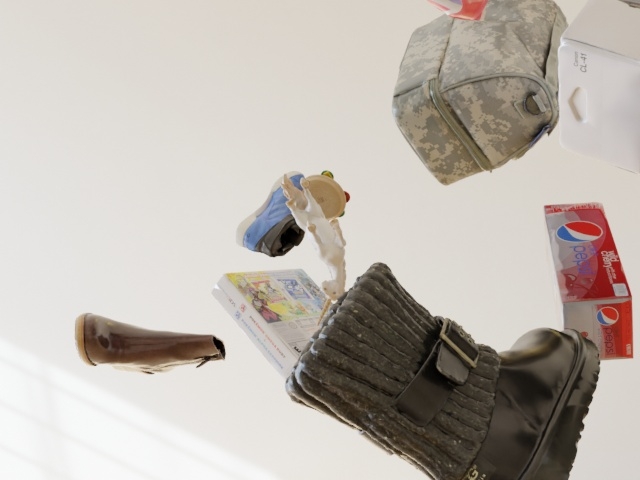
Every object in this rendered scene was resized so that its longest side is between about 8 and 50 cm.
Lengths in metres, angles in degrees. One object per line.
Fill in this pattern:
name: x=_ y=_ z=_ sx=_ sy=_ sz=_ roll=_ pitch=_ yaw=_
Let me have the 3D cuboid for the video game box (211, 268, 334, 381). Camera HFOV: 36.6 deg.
video game box: x=-0.039 y=0.122 z=1.447 sx=0.048 sy=0.187 sz=0.205 roll=-51 pitch=-25 yaw=23

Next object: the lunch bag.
lunch bag: x=0.285 y=-0.265 z=1.617 sx=0.256 sy=0.212 sz=0.305 roll=-23 pitch=30 yaw=35

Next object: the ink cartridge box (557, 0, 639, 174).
ink cartridge box: x=0.458 y=-0.279 z=1.334 sx=0.131 sy=0.226 sz=0.306 roll=24 pitch=64 yaw=29

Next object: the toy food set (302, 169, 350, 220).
toy food set: x=0.005 y=-0.067 z=1.506 sx=0.082 sy=0.083 sz=0.020 roll=-22 pitch=19 yaw=33

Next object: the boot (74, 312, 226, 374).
boot: x=-0.281 y=0.166 z=1.619 sx=0.206 sy=0.090 sz=0.248 roll=-7 pitch=-20 yaw=8

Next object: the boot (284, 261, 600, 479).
boot: x=0.132 y=0.120 z=0.963 sx=0.260 sy=0.131 sz=0.348 roll=34 pitch=23 yaw=8

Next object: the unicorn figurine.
unicorn figurine: x=0.000 y=0.000 z=1.145 sx=0.060 sy=0.162 sz=0.111 roll=-14 pitch=-34 yaw=3

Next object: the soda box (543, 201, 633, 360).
soda box: x=0.340 y=0.047 z=1.244 sx=0.083 sy=0.092 sz=0.263 roll=-5 pitch=27 yaw=11

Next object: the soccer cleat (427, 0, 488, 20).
soccer cleat: x=0.167 y=-0.381 z=1.272 sx=0.095 sy=0.248 sz=0.083 roll=13 pitch=-43 yaw=-19

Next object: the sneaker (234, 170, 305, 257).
sneaker: x=-0.045 y=-0.034 z=1.376 sx=0.084 sy=0.058 sz=0.152 roll=23 pitch=52 yaw=26
